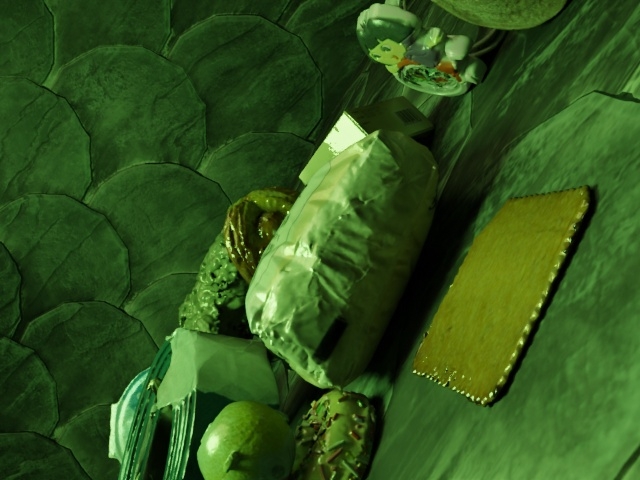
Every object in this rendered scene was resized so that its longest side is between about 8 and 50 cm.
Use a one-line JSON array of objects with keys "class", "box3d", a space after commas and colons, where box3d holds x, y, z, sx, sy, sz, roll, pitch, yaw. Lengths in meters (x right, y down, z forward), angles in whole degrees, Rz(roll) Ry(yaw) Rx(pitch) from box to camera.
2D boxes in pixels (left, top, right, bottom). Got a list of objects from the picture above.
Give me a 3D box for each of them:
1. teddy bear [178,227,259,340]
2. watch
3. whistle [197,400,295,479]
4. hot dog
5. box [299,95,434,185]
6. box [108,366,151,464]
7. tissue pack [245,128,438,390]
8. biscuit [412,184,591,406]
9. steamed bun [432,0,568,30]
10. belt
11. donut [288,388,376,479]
[{"class": "teddy bear", "box3d": [-0.183, 0.123, 1.668, 0.357, 0.224, 0.368, -74, 4, -47]}, {"class": "watch", "box3d": [0.196, -0.389, 1.291, 0.196, 0.244, 0.231, 167, 124, -77]}, {"class": "whistle", "box3d": [-0.075, 0.260, 0.958, 0.123, 0.123, 0.223, -61, -13, 2]}, {"class": "hot dog", "box3d": [-0.049, 0.029, 1.318, 0.196, 0.272, 0.122, -47, 33, -18]}, {"class": "box", "box3d": [0.085, -0.161, 1.386, 0.212, 0.095, 0.168, -26, -19, -51]}, {"class": "box", "box3d": [-0.225, 0.365, 1.470, 0.262, 0.291, 0.206, -49, -13, -3]}, {"class": "tissue pack", "box3d": [0.029, 0.027, 1.116, 0.390, 0.195, 0.375, -63, -1, -3]}, {"class": "biscuit", "box3d": [0.184, 0.052, 0.810, 0.237, 0.013, 0.232, -62, 10, -6]}, {"class": "steamed bun", "box3d": [0.229, -0.450, 1.099, 0.199, 0.301, 0.252, -25, 41, 39]}, {"class": "belt", "box3d": [-0.201, 0.358, 1.199, 0.300, 0.173, 0.437, 13, 91, 62]}, {"class": "donut", "box3d": [0.005, 0.264, 0.960, 0.175, 0.068, 0.174, -59, 10, 18]}]
